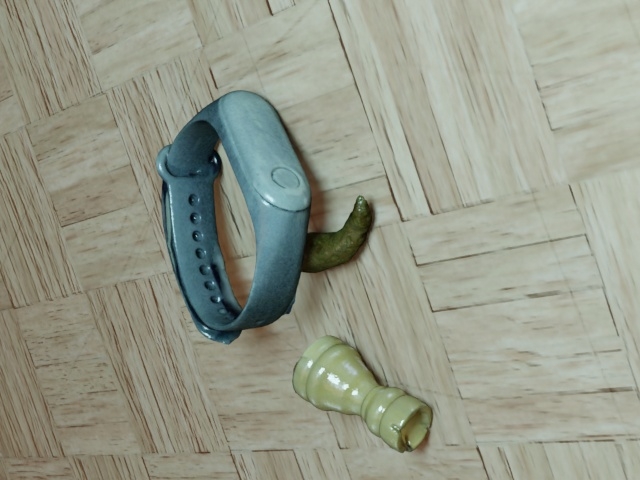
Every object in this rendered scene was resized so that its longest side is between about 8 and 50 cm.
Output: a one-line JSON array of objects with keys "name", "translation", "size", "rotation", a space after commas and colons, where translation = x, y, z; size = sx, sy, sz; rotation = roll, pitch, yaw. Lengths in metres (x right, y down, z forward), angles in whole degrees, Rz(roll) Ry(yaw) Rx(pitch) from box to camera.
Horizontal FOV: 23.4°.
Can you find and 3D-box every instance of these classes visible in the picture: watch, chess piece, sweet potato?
[{"name": "watch", "translation": [-0.082, -0.024, 1.388], "size": [0.206, 0.068, 0.193], "rotation": [62, 139, 33]}, {"name": "chess piece", "translation": [0.039, 0.139, 1.358], "size": [0.122, 0.066, 0.066], "rotation": [31, 131, 33]}, {"name": "sweet potato", "translation": [0.005, 0.004, 1.349], "size": [0.041, 0.038, 0.153], "rotation": [46, 143, -9]}]
